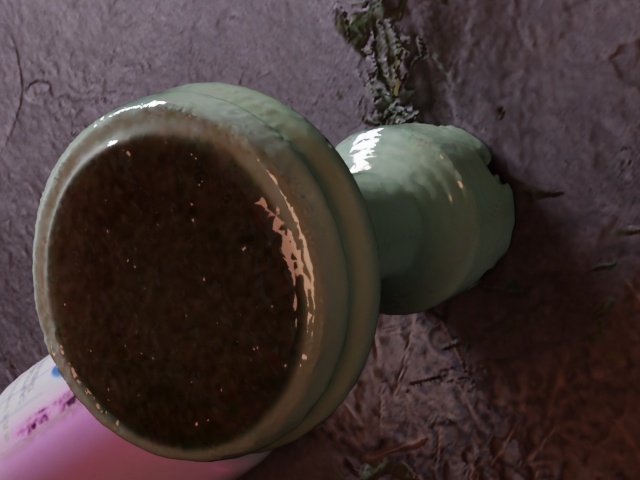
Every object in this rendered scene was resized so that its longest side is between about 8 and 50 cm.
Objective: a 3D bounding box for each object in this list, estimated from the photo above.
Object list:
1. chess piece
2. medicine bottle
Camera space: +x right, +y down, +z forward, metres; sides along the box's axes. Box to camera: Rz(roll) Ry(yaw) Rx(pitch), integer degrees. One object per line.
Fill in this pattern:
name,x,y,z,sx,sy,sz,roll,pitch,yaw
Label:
chess piece,0.000,0.000,0.796,0.195,0.299,0.194,6,102,31
medicine bottle,-0.159,0.145,1.012,0.254,0.152,0.152,-33,81,32
